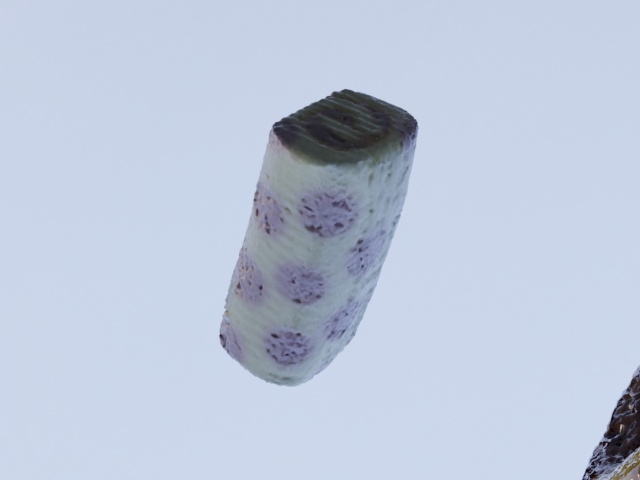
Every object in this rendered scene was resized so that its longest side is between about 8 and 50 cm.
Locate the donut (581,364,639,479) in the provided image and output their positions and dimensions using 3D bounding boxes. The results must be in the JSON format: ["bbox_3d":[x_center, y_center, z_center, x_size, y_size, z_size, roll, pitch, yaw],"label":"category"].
[{"bbox_3d":[0.241,0.179,0.921,0.112,0.151,0.295,38,-168,5],"label":"donut"}]

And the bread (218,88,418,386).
[{"bbox_3d":[0.000,0.000,1.544,0.155,0.338,0.187,32,-142,22],"label":"bread"}]
